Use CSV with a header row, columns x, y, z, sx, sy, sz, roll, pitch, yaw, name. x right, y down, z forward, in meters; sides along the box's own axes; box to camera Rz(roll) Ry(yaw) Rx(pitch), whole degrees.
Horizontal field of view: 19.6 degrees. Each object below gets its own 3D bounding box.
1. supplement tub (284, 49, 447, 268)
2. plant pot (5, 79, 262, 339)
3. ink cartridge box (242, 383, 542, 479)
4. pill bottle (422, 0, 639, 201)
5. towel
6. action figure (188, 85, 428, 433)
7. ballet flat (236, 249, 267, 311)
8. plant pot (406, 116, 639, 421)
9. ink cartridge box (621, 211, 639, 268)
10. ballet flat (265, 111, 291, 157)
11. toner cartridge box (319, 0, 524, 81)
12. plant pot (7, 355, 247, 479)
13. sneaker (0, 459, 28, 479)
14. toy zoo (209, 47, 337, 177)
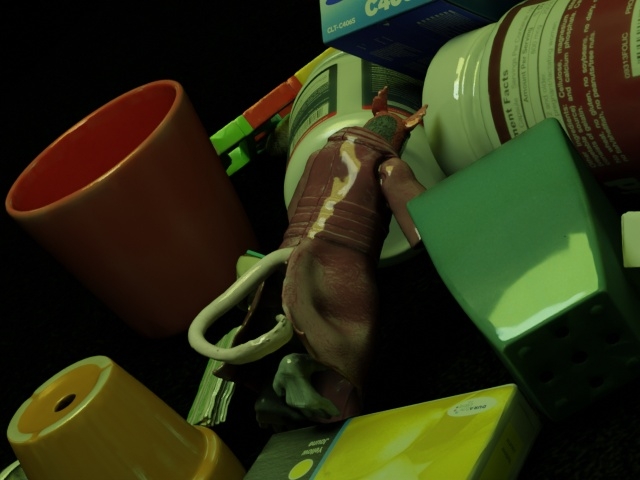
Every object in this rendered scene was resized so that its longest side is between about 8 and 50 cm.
x,y,z,sx,sy,sz,roll,pitch,yaw,name
0.056,-0.105,2.148,0.191,0.191,0.272,-29,22,15,supplement tub
-0.218,-0.026,2.315,0.275,0.243,0.275,-29,22,13,plant pot
0.011,0.268,1.611,0.304,0.072,0.307,-15,27,39,ink cartridge box
0.302,-0.152,1.844,0.392,0.224,0.224,-9,33,49,pill bottle
-0.108,0.151,1.976,0.152,0.023,0.113,141,151,-73,towel
0.000,0.000,1.846,0.248,0.276,0.370,3,67,42,action figure
-0.028,0.065,2.096,0.086,0.086,0.248,-43,21,-19,ballet flat
0.206,0.039,1.679,0.165,0.165,0.234,-31,30,10,plant pot
0.337,0.000,1.621,0.122,0.052,0.088,3,-4,-37,ink cartridge box
0.009,-0.166,2.504,0.206,0.073,0.067,-43,57,23,ballet flat
0.173,-0.236,2.094,0.165,0.348,0.075,-18,69,37,toner cartridge box
-0.207,0.226,1.850,0.205,0.188,0.205,-30,22,14,plant pot
-0.279,0.260,2.028,0.234,0.084,0.097,-46,25,-27,sneaker
-0.036,-0.190,2.566,0.293,0.030,0.192,-37,-7,-5,toy zoo
